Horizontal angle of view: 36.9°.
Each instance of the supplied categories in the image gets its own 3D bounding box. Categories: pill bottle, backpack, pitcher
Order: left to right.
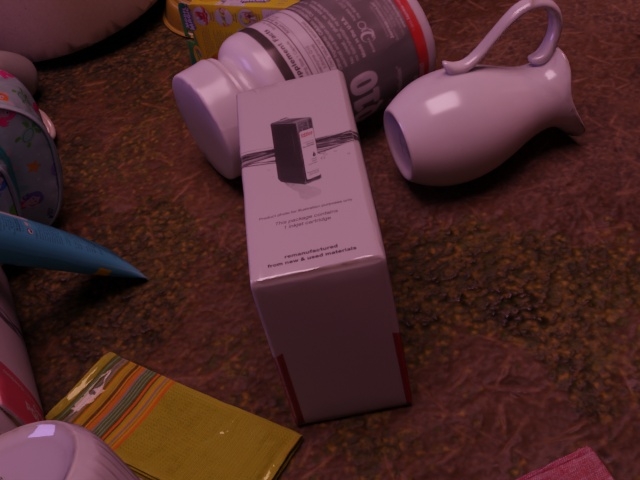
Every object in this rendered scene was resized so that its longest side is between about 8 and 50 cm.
[{"bbox_3d":[-0.418,-0.070,1.069,0.253,0.225,0.191,-20,44,-23],"label":"backpack"},{"bbox_3d":[-0.019,-0.195,1.139,0.283,0.161,0.161,-31,46,-17],"label":"pill bottle"},{"bbox_3d":[0.174,-0.159,1.039,0.207,0.178,0.125,-20,33,-8],"label":"pitcher"}]

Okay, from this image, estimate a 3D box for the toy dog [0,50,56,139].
[{"bbox_3d":[-0.519,-0.197,1.222,0.161,0.334,0.220,-38,53,19],"label":"toy dog"}]

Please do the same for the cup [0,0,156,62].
[{"bbox_3d":[-0.416,-0.457,1.436,0.331,0.237,0.331,-12,43,11],"label":"cup"}]

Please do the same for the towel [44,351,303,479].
[{"bbox_3d":[-0.140,0.175,0.886,0.237,0.021,0.102,16,52,28],"label":"towel"}]

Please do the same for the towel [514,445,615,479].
[{"bbox_3d":[0.200,0.283,0.620,0.237,0.037,0.329,-15,40,-30],"label":"towel"}]

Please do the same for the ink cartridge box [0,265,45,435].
[{"bbox_3d":[-0.389,0.132,0.912,0.207,0.117,0.283,-28,44,-5],"label":"ink cartridge box"}]

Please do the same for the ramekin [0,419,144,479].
[{"bbox_3d":[-0.227,0.234,0.735,0.207,0.109,0.207,-22,26,12],"label":"ramekin"}]

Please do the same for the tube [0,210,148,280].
[{"bbox_3d":[-0.274,0.008,0.991,0.080,0.207,0.052,36,102,36],"label":"tube"}]

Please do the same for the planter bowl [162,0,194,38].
[{"bbox_3d":[-0.144,-0.398,1.435,0.217,0.090,0.217,-8,43,7],"label":"planter bowl"}]

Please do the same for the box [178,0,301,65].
[{"bbox_3d":[-0.101,-0.274,1.282,0.179,0.105,0.043,8,39,22],"label":"box"}]

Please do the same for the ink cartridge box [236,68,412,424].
[{"bbox_3d":[0.000,0.000,0.903,0.114,0.197,0.273,-11,43,3],"label":"ink cartridge box"}]
